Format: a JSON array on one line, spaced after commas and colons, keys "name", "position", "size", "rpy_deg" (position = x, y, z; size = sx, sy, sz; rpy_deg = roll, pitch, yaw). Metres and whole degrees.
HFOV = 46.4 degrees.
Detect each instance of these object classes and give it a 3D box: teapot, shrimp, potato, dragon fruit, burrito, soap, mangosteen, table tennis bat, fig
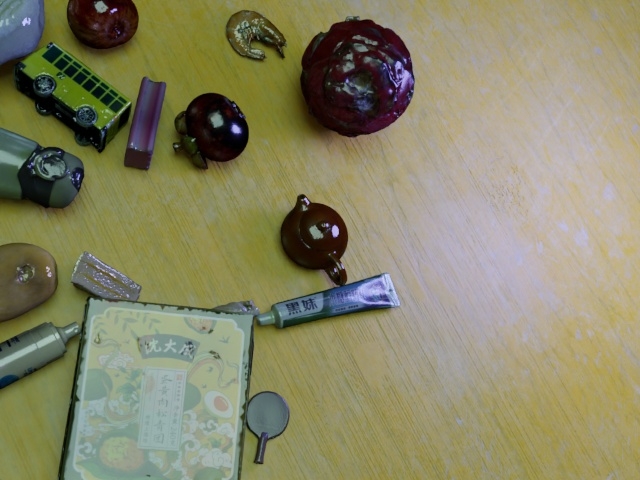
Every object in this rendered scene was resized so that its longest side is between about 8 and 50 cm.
[{"name": "teapot", "position": [0.000, 0.000, 1.892], "size": [0.178, 0.135, 0.252], "rpy_deg": [-26, 80, -20]}, {"name": "shrimp", "position": [-0.178, -0.565, 2.089], "size": [0.188, 0.051, 0.132], "rpy_deg": [31, 84, 0]}, {"name": "potato", "position": [-0.694, 0.089, 1.632], "size": [0.234, 0.146, 0.150], "rpy_deg": [-24, 125, -36]}, {"name": "dragon fruit", "position": [0.098, -0.426, 1.974], "size": [0.329, 0.329, 0.329], "rpy_deg": [6, 70, -16]}, {"name": "burrito", "position": [-0.240, 0.184, 1.796], "size": [0.188, 0.045, 0.058], "rpy_deg": [-16, 62, -19]}, {"name": "soap", "position": [-0.437, -0.288, 1.858], "size": [0.066, 0.122, 0.203], "rpy_deg": [12, 67, -14]}, {"name": "mangosteen", "position": [-0.282, -0.275, 1.890], "size": [0.200, 0.200, 0.199], "rpy_deg": [6, 70, -16]}, {"name": "table tennis bat", "position": [-0.115, 0.422, 1.712], "size": [0.108, 0.119, 0.169], "rpy_deg": [15, 66, -12]}, {"name": "fig", "position": [-0.579, -0.592, 1.910], "size": [0.175, 0.175, 0.207], "rpy_deg": [-37, 71, -25]}]

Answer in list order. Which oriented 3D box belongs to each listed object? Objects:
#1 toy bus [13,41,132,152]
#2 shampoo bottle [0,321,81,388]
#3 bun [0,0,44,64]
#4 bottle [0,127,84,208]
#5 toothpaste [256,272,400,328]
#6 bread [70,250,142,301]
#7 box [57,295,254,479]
[{"name": "toy bus", "position": [-0.603, -0.355, 1.825], "size": [0.262, 0.128, 0.150], "rpy_deg": [38, 64, -4]}, {"name": "shampoo bottle", "position": [-0.663, 0.258, 1.607], "size": [0.303, 0.092, 0.092], "rpy_deg": [-27, 81, -25]}, {"name": "bun", "position": [-0.817, -0.524, 1.766], "size": [0.355, 0.194, 0.354], "rpy_deg": [2, 62, -3]}, {"name": "bottle", "position": [-0.719, -0.174, 1.702], "size": [0.347, 0.168, 0.168], "rpy_deg": [15, 67, -16]}, {"name": "toothpaste", "position": [0.022, 0.161, 1.881], "size": [0.392, 0.061, 0.098], "rpy_deg": [-11, 72, -24]}, {"name": "bread", "position": [-0.490, 0.097, 1.713], "size": [0.152, 0.105, 0.077], "rpy_deg": [25, 72, -7]}, {"name": "box", "position": [-0.351, 0.349, 1.630], "size": [0.373, 0.138, 0.420], "rpy_deg": [8, 75, -13]}]
